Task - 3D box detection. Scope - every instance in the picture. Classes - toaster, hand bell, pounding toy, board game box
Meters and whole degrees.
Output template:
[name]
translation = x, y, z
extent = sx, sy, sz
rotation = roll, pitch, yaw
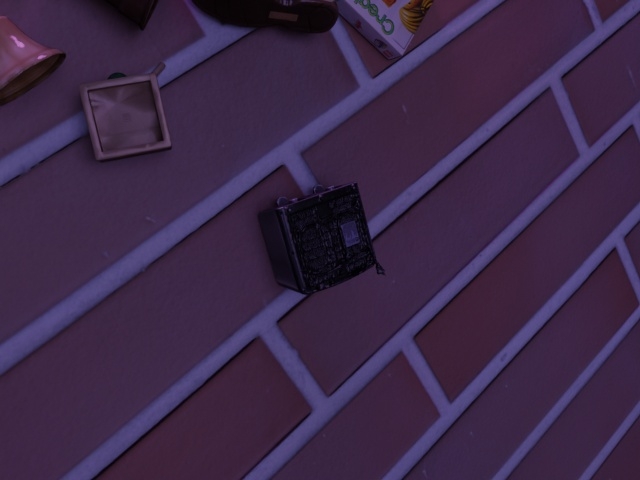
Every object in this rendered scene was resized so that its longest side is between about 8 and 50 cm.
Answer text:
[toaster]
translation = 0.000, 0.000, 1.078
extent = 0.168, 0.110, 0.186
rotation = -21, 103, -25
[hand bell]
translation = -0.470, -0.311, 0.806
extent = 0.126, 0.126, 0.242
rotation = -43, 106, -20
[pounding toy]
translation = -0.286, -0.200, 0.929
extent = 0.130, 0.100, 0.141
rotation = -13, 97, -13
[board game box]
translation = 0.078, -0.507, 1.122
extent = 0.305, 0.053, 0.193
rotation = 35, 77, -26

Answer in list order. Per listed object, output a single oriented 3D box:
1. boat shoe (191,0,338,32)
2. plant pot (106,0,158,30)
[boat shoe]
translation = -0.098, -0.416, 1.025
extent = 0.257, 0.095, 0.095
rotation = 5, 57, -27
[plant pot]
translation = -0.296, -0.416, 0.869
extent = 0.165, 0.167, 0.167
rotation = 24, 81, -21
